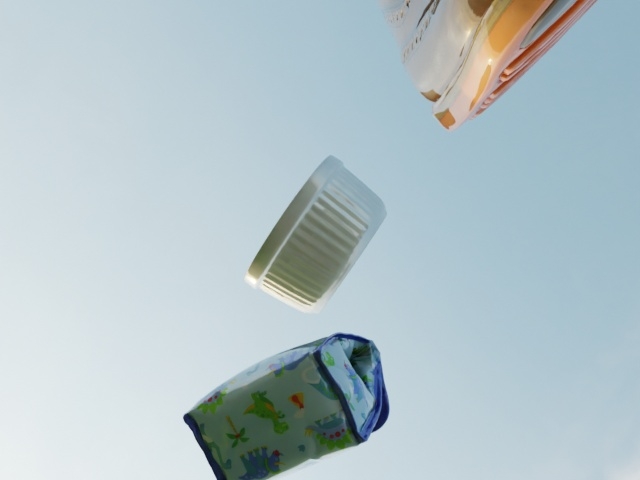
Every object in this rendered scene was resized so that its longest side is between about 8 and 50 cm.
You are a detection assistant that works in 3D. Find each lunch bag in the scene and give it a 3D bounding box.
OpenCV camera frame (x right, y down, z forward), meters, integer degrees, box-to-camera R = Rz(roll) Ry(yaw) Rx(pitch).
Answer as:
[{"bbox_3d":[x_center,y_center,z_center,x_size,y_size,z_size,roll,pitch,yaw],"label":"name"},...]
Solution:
[{"bbox_3d":[-0.018,0.133,0.611,0.128,0.151,0.096,-26,-89,14],"label":"lunch bag"}]

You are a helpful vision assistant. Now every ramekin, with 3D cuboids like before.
[{"bbox_3d":[0.000,0.000,0.990,0.109,0.207,0.207,35,-63,1],"label":"ramekin"}]

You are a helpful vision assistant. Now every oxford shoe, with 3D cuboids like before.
[{"bbox_3d":[0.073,-0.156,0.435,0.133,0.364,0.130,44,-80,-7],"label":"oxford shoe"}]
